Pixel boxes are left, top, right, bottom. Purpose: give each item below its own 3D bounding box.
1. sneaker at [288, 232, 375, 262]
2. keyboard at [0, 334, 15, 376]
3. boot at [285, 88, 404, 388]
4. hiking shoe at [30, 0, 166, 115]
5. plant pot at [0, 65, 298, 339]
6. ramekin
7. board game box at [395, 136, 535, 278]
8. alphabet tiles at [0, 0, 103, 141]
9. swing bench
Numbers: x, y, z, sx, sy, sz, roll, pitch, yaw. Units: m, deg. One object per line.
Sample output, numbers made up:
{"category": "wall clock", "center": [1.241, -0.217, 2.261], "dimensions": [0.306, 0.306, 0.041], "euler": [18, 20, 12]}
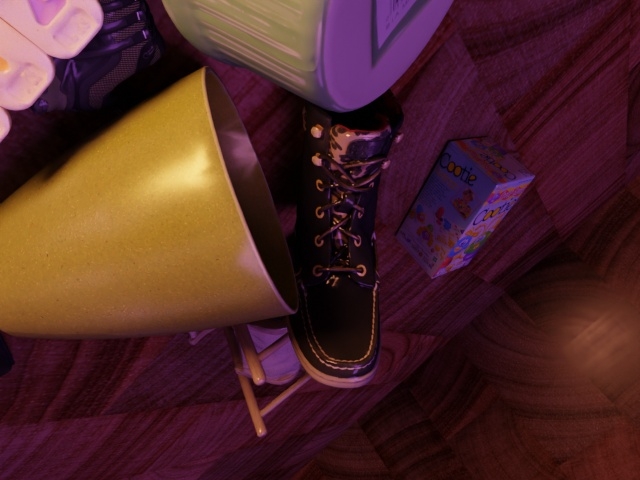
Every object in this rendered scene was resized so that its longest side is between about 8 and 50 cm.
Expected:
{"category": "sneaker", "center": [0.000, 0.000, 0.889], "dimensions": [0.236, 0.095, 0.105], "euler": [-31, 143, -20]}
{"category": "keyboard", "center": [-0.513, 0.120, 0.564], "dimensions": [0.201, 0.033, 0.317], "euler": [-25, 147, -33]}
{"category": "boot", "center": [0.030, -0.032, 0.637], "dimensions": [0.138, 0.378, 0.284], "euler": [5, 135, -3]}
{"category": "hiking shoe", "center": [-0.188, -0.209, 0.417], "dimensions": [0.114, 0.086, 0.227], "euler": [-12, 151, -52]}
{"category": "plant pot", "center": [-0.207, -0.006, 0.525], "dimensions": [0.293, 0.275, 0.275], "euler": [-19, 149, 2]}
{"category": "ramekin", "center": [0.025, -0.259, 0.389], "dimensions": [0.303, 0.148, 0.303], "euler": [-49, 165, -19]}
{"category": "board game box", "center": [0.309, -0.071, 1.053], "dimensions": [0.142, 0.144, 0.275], "euler": [-14, 144, -35]}
{"category": "alphabet tiles", "center": [-0.299, -0.182, 0.283], "dimensions": [0.284, 0.021, 0.278], "euler": [-41, 129, 10]}
{"category": "swing bench", "center": [-0.117, 0.153, 0.820], "dimensions": [0.165, 0.254, 0.253], "euler": [-33, 152, -26]}
